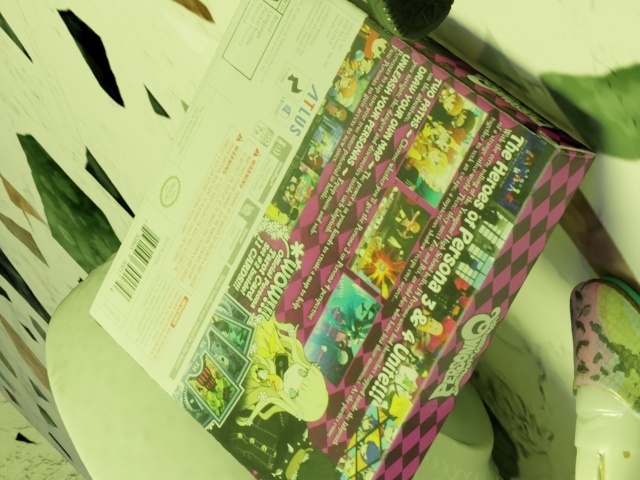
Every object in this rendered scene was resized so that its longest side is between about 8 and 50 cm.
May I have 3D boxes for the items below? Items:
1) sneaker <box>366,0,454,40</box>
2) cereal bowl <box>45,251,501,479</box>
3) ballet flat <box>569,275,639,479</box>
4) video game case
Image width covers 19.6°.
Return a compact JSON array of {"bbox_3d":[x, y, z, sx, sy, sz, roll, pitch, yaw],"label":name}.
[{"bbox_3d":[0.007,-0.172,0.801,0.089,0.051,0.170,34,152,45],"label":"sneaker"},{"bbox_3d":[0.003,0.113,1.131,0.339,0.141,0.339,42,-163,-16],"label":"cereal bowl"},{"bbox_3d":[0.175,0.125,0.922,0.221,0.079,0.077,55,164,-12],"label":"ballet flat"},{"bbox_3d":[0.000,0.000,0.922,0.210,0.232,0.042,40,-159,34],"label":"video game case"}]
